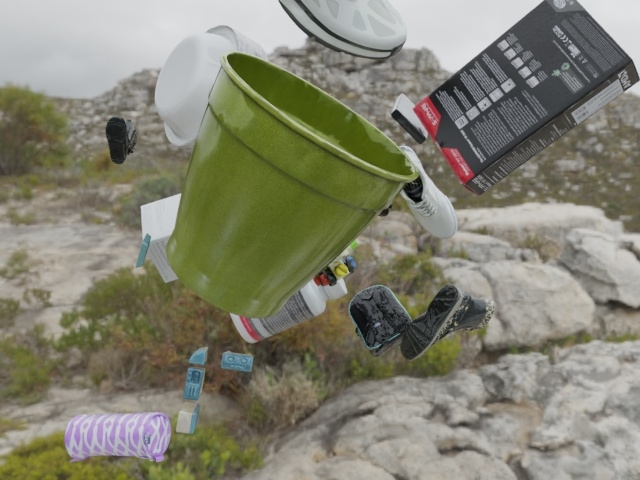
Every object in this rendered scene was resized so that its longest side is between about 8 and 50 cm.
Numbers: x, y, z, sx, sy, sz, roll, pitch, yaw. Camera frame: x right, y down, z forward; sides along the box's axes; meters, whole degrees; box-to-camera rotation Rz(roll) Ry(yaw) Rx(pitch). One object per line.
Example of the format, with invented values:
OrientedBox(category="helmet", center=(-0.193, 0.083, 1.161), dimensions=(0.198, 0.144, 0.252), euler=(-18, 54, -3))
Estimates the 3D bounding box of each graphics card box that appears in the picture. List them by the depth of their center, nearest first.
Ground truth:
OrientedBox(category="graphics card box", center=(0.393, -0.290, 1.224), dimensions=(0.371, 0.233, 0.094), euler=(-39, -34, 22))

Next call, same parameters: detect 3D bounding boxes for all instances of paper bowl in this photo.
OrientedBox(category="paper bowl", center=(-0.253, -0.333, 1.345), dimensions=(0.148, 0.284, 0.284), euler=(22, -8, -40))

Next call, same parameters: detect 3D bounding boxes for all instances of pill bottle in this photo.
OrientedBox(category="pill bottle", center=(-0.093, 0.157, 1.773), dimensions=(0.318, 0.176, 0.176), euler=(-24, 7, 7))

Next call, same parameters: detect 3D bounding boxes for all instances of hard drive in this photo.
OrientedBox(category="hard drive", center=(0.202, -0.273, 1.376), dimensions=(0.022, 0.094, 0.135), euler=(-42, 11, 28))

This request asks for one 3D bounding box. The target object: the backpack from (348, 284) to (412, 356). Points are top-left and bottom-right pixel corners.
OrientedBox(category="backpack", center=(0.178, 0.239, 1.868), dimensions=(0.165, 0.188, 0.144), euler=(-32, -27, -2))

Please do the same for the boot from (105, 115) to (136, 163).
OrientedBox(category="boot", center=(-0.436, -0.237, 1.364), dimensions=(0.045, 0.121, 0.099), euler=(8, 36, -2))

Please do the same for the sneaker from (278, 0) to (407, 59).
OrientedBox(category="sneaker", center=(0.022, -0.536, 1.147), dimensions=(0.447, 0.169, 0.257), euler=(31, -34, -15))

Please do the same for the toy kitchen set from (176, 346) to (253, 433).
OrientedBox(category="toy kitchen set", center=(-0.274, 0.396, 1.619), dimensions=(0.166, 0.207, 0.122), euler=(9, -3, -5))

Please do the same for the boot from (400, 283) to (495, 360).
OrientedBox(category="boot", center=(0.329, 0.224, 1.582), dimensions=(0.178, 0.236, 0.085), euler=(15, 28, -38))

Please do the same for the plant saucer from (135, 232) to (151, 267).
OrientedBox(category="plant saucer", center=(-0.452, 0.025, 1.581), dimensions=(0.018, 0.067, 0.192), euler=(15, 4, -13))

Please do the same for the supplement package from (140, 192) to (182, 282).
OrientedBox(category="supplement package", center=(-0.357, -0.032, 1.822), dimensions=(0.292, 0.178, 0.175), euler=(-19, 44, -3))

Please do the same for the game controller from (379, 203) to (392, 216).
OrientedBox(category="game controller", center=(0.142, -0.175, 1.761), dimensions=(0.067, 0.167, 0.319), euler=(12, -5, 27))

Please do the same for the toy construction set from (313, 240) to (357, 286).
OrientedBox(category="toy construction set", center=(0.000, 0.000, 1.530), dimensions=(0.151, 0.215, 0.328), euler=(-32, 2, 3))

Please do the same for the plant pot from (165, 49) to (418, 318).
OrientedBox(category="plant pot", center=(-0.085, -0.071, 1.056), dimensions=(0.366, 0.353, 0.366), euler=(29, 21, -13))

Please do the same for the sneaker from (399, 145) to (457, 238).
OrientedBox(category="sneaker", center=(0.235, -0.098, 1.450), dimensions=(0.094, 0.258, 0.091), euler=(-30, 16, 27))

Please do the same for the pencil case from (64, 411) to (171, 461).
OrientedBox(category="pencil case", center=(-0.377, 0.368, 1.153), dimensions=(0.206, 0.088, 0.086), euler=(-7, -6, 22))
